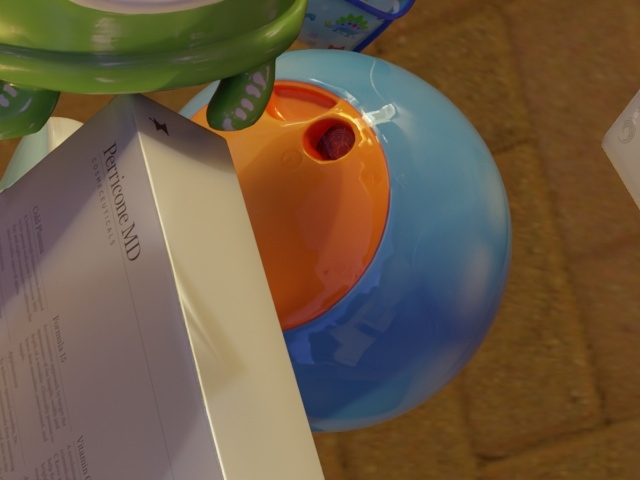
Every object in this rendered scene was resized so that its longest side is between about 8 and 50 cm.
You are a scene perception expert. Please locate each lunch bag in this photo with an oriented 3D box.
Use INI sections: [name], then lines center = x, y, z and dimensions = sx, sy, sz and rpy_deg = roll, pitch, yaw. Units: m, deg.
[lunch bag]
center = 0.011, -0.227, 1.440
dimensions = 0.151, 0.128, 0.096
rpy_deg = -39, 39, 39

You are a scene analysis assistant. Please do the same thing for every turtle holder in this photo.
[turtle holder]
center = -0.096, -0.203, 1.064
dimensions = 0.320, 0.243, 0.227
rpy_deg = 6, 122, -3

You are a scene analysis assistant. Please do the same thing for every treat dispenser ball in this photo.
[treat dispenser ball]
center = 0.000, 0.000, 1.359
dimensions = 0.288, 0.288, 0.288
rpy_deg = -4, 83, 31

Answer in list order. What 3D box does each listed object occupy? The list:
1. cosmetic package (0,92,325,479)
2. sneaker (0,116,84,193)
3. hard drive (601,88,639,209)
[cosmetic package]
center = -0.139, 0.145, 1.009
dimensions = 0.284, 0.097, 0.377
rpy_deg = -38, 50, 27
[sneaker]
center = -0.299, 0.047, 1.466
dimensions = 0.135, 0.150, 0.366
rpy_deg = -27, 42, 63
[hard drive]
center = 0.363, -0.050, 1.522
dimensions = 0.203, 0.040, 0.308
rpy_deg = -55, 39, 31
